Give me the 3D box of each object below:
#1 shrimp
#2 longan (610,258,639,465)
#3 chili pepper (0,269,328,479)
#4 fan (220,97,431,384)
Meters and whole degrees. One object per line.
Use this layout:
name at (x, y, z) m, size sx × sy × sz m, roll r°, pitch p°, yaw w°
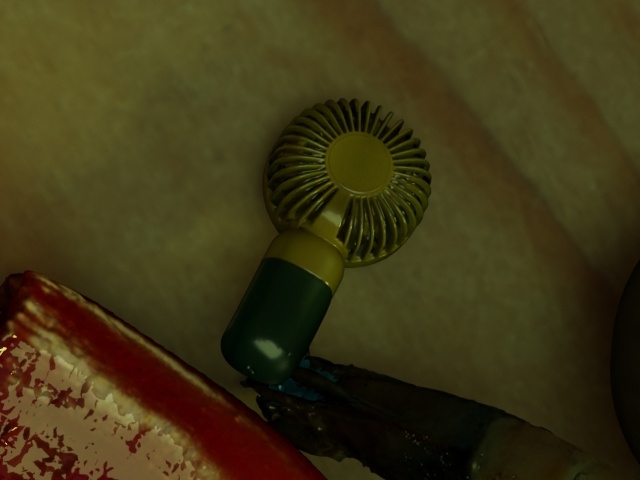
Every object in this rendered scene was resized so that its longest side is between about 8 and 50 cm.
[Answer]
shrimp at (0.102, 0.123, 0.875) m, size 0.290 × 0.222 × 0.054 m, roll 19°, pitch 82°, yaw 29°
longan at (0.243, 0.058, 0.885) m, size 0.204 × 0.159 × 0.185 m, roll -20°, pitch 105°, yaw -18°
chili pepper at (-0.043, 0.157, 0.857) m, size 0.338 × 0.131 × 0.134 m, roll 36°, pitch 71°, yaw -7°
fan at (0.000, 0.000, 0.861) m, size 0.082 × 0.039 × 0.155 m, roll 27°, pitch 66°, yaw -3°
